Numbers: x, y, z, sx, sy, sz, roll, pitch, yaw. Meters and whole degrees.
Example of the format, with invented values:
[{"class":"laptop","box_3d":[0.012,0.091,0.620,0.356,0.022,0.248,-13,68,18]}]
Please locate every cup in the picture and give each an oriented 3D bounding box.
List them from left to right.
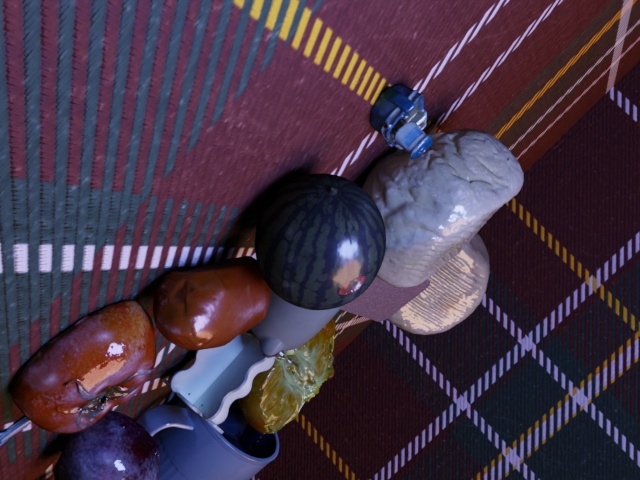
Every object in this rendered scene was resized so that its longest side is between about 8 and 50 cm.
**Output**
[{"class":"cup","box_3d":[-0.305,0.511,1.925,0.311,0.257,0.331,-45,169,15]}]

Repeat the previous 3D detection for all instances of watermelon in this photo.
[{"class":"watermelon","box_3d":[0.000,0.000,1.282,0.212,0.212,0.212,-41,167,-11]}]

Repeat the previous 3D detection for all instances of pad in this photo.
[{"class":"pad","box_3d":[0.149,0.127,2.008,0.176,0.002,0.266,-41,147,18]}]

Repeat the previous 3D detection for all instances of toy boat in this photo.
[{"class":"toy boat","box_3d":[0.148,-0.190,1.358,0.088,0.102,0.215,-45,167,0]}]

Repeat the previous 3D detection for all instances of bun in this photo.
[{"class":"bun","box_3d":[0.275,0.071,2.213,0.361,0.213,0.361,-9,122,-15]},{"class":"bun","box_3d":[0.215,-0.081,1.630,0.352,0.227,0.349,-43,168,10]}]

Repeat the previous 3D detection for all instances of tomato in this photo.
[{"class":"tomato","box_3d":[-0.324,0.195,1.191,0.237,0.095,0.237,-40,167,-11]}]

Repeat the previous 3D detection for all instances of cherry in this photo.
[{"class":"cherry","box_3d":[-0.384,0.408,1.502,0.195,0.195,0.195,-41,167,-11]}]

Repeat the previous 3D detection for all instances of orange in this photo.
[{"class":"orange","box_3d":[-0.085,0.274,1.937,0.334,0.196,0.262,-50,164,-14]}]

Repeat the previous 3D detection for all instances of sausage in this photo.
[{"class":"sausage","box_3d":[-0.162,0.096,1.281,0.133,0.133,0.258,-48,169,21]}]

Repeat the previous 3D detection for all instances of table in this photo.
[{"class":"table","box_3d":[-0.197,0.267,1.705,0.198,0.166,0.166,-48,169,-13]}]

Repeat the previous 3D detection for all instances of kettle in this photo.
[{"class":"kettle","box_3d":[-0.032,0.082,1.614,0.255,0.165,0.240,121,-9,-52]}]

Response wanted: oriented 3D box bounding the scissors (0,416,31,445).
[{"class":"scissors","box_3d":[-0.453,0.279,1.252,0.119,0.014,0.058,-35,166,-20]}]
